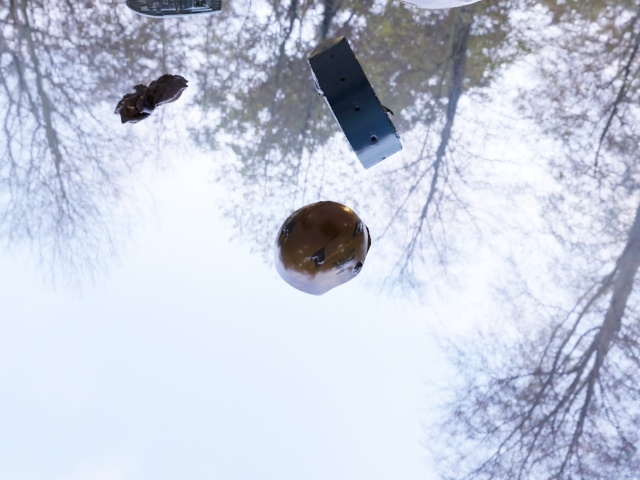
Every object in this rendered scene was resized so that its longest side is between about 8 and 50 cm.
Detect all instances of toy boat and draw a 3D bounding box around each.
[{"bbox_3d":[-0.400,-0.652,1.752,0.260,0.078,0.085,-3,-165,-6],"label":"toy boat"}]

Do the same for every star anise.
[{"bbox_3d":[-0.444,-0.374,1.668,0.212,0.073,0.197,-36,-151,-16],"label":"star anise"}]

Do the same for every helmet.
[{"bbox_3d":[0.000,0.000,1.355,0.224,0.130,0.198,-41,-110,-11],"label":"helmet"}]

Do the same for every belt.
[{"bbox_3d":[0.106,-0.438,2.008,0.173,0.300,0.437,-31,-112,6],"label":"belt"}]

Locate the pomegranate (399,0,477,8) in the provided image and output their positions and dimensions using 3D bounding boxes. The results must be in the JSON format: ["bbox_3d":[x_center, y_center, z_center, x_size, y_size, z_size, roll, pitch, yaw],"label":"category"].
[{"bbox_3d":[0.190,-0.567,0.950,0.416,0.417,0.417,4,-138,-4],"label":"pomegranate"}]
